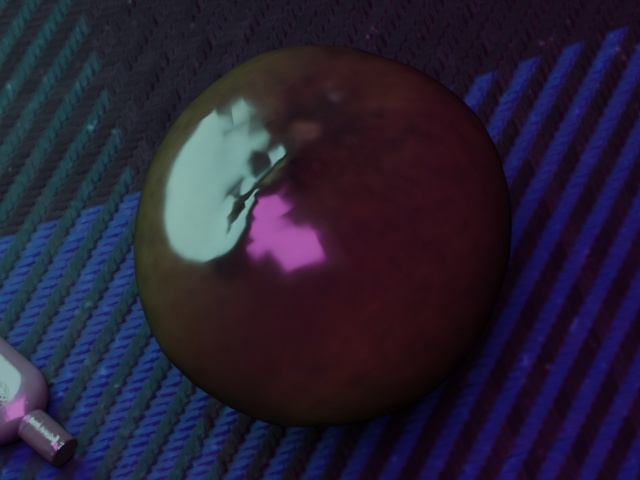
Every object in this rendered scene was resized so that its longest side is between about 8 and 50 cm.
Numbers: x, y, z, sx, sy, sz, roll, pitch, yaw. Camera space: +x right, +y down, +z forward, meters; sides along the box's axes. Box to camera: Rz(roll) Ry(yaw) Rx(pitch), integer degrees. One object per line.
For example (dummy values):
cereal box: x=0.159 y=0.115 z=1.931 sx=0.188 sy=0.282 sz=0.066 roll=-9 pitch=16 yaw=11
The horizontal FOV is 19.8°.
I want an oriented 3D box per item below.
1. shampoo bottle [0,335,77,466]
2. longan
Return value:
shampoo bottle: x=-0.278 y=0.133 z=1.580 sx=0.165 sy=0.040 sz=0.080 roll=38 pitch=77 yaw=20
longan: x=0.000 y=0.000 z=1.456 sx=0.319 sy=0.319 sz=0.319 roll=-3 pitch=69 yaw=7
